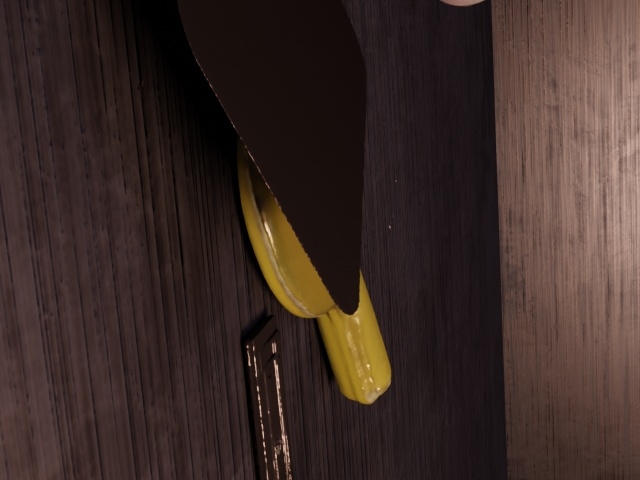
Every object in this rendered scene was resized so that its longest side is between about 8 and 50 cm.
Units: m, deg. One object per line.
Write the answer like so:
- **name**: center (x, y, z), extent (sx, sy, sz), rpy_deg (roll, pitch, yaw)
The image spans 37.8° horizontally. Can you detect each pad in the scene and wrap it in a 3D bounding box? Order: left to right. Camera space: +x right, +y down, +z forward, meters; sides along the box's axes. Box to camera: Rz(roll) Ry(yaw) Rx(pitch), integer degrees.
- **pad**: center (-0.027, -0.108, 0.681), extent (0.375, 0.063, 0.315), rpy_deg (-83, 150, -52)

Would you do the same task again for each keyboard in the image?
- **keyboard**: center (-0.036, 0.163, 0.732), extent (0.061, 0.013, 0.204), rpy_deg (-44, 130, -68)

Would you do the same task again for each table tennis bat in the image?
- **table tennis bat**: center (0.000, 0.000, 0.810), extent (0.224, 0.054, 0.368), rpy_deg (-72, 151, -49)

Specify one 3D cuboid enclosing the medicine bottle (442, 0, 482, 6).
- **medicine bottle**: center (0.175, -0.428, 1.235), extent (0.254, 0.152, 0.152), rpy_deg (45, 47, -68)
